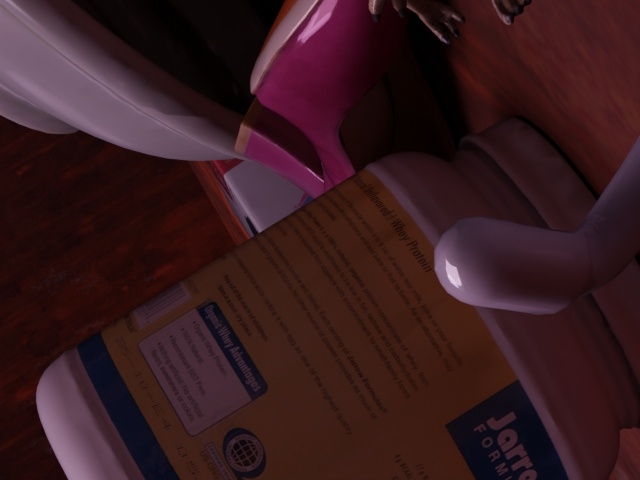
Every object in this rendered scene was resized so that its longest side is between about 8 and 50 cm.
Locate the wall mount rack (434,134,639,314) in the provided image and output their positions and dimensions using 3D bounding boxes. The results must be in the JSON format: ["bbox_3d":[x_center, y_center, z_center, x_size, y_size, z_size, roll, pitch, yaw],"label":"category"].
[{"bbox_3d":[-0.075,-0.106,0.344,0.304,0.130,0.350,20,-162,-46],"label":"wall mount rack"}]

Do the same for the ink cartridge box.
[{"bbox_3d":[0.000,0.000,1.280,0.175,0.072,0.127,57,175,26],"label":"ink cartridge box"}]

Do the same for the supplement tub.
[{"bbox_3d":[0.016,0.058,0.700,0.144,0.200,0.144,58,176,6],"label":"supplement tub"}]

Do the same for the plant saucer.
[{"bbox_3d":[-0.179,-0.166,1.067,0.400,0.100,0.400,43,-166,-13],"label":"plant saucer"}]

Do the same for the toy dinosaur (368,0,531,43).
[{"bbox_3d":[0.014,-0.110,0.539,0.092,0.053,0.183,57,176,34],"label":"toy dinosaur"}]

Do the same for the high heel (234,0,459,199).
[{"bbox_3d":[0.033,-0.051,0.763,0.117,0.082,0.244,27,159,0],"label":"high heel"}]
